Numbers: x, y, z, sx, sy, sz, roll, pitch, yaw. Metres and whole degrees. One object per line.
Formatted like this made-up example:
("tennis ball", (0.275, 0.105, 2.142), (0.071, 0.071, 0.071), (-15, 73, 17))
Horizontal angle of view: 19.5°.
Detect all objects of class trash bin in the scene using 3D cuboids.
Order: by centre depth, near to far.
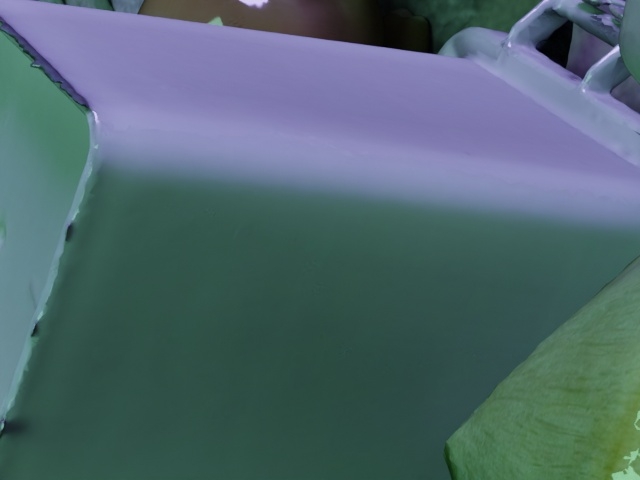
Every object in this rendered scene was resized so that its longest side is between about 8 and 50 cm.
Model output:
("trash bin", (0.000, 0.000, 0.882), (0.256, 0.367, 0.296), (44, 118, 51))

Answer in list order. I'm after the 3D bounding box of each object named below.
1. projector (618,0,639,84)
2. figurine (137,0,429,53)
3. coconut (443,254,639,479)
("projector", (0.247, -0.111, 0.731), (0.242, 0.177, 0.163), (19, 100, 59))
("figurine", (-0.048, -0.065, 1.094), (0.177, 0.173, 0.247), (42, 115, 40))
("coconut", (0.199, 0.129, 0.742), (0.328, 0.281, 0.328), (13, 123, 22))
